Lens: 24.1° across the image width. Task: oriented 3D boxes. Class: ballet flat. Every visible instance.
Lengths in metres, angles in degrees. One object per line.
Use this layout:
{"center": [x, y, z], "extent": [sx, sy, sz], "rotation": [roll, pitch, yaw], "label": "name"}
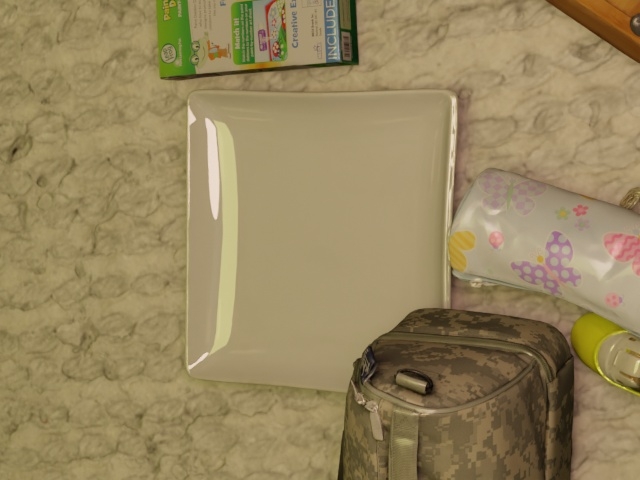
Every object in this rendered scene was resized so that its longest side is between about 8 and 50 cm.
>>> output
{"center": [0.349, 0.134, 1.506], "extent": [0.231, 0.077, 0.077], "rotation": [26, 107, 25], "label": "ballet flat"}

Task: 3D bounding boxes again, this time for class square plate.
{"center": [0.000, 0.000, 1.706], "extent": [0.347, 0.049, 0.344], "rotation": [3, 95, 29], "label": "square plate"}

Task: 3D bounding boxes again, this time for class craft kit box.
{"center": [-0.079, -0.316, 1.727], "extent": [0.247, 0.061, 0.249], "rotation": [-1, 93, 26], "label": "craft kit box"}

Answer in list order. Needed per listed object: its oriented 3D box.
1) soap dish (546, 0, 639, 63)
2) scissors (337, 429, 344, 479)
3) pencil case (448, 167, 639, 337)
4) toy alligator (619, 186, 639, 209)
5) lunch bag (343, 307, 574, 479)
{"center": [0.305, -0.344, 1.437], "extent": [0.229, 0.118, 0.291], "rotation": [34, 109, -4], "label": "soap dish"}
{"center": [0.031, 0.311, 1.639], "extent": [0.109, 0.021, 0.297], "rotation": [54, 149, 26], "label": "scissors"}
{"center": [0.266, 0.017, 1.519], "extent": [0.273, 0.113, 0.124], "rotation": [18, 69, 25], "label": "pencil case"}
{"center": [0.382, -0.080, 1.494], "extent": [0.051, 0.056, 0.189], "rotation": [31, 125, -19], "label": "toy alligator"}
{"center": [0.125, 0.235, 1.499], "extent": [0.213, 0.256, 0.305], "rotation": [7, 109, 22], "label": "lunch bag"}
